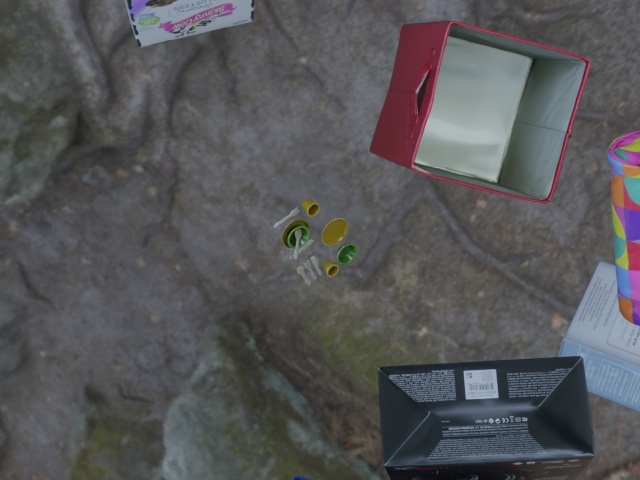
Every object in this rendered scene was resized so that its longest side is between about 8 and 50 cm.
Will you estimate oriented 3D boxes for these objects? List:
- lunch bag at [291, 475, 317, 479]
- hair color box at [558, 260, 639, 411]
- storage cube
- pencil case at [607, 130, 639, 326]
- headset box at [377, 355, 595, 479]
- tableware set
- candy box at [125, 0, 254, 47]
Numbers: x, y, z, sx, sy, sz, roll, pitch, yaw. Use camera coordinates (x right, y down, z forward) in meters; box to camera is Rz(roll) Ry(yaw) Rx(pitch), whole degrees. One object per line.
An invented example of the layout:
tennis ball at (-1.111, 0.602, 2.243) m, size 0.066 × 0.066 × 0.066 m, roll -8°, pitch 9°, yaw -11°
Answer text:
lunch bag at (0.103, 0.557, 1.328) m, size 0.385 × 0.239 × 0.328 m, roll 17°, pitch 105°, yaw -18°
hair color box at (0.575, 0.187, 1.438) m, size 0.374 × 0.185 × 0.114 m, roll 21°, pitch 142°, yaw 21°
storage cube at (0.194, -0.165, 1.187) m, size 0.193 × 0.215 × 0.184 m, roll -138°, pitch 61°, yaw -72°
pencil case at (0.392, -0.013, 1.089) m, size 0.104 × 0.104 × 0.236 m, roll 9°, pitch 125°, yaw 35°
headset box at (0.187, 0.228, 1.086) m, size 0.218 × 0.110 × 0.293 m, roll -4°, pitch 158°, yaw 6°
tableware set at (0.000, 0.000, 1.374) m, size 0.024 × 0.104 × 0.154 m, roll 42°, pitch 165°, yaw 44°
candy box at (-0.167, -0.329, 1.173) m, size 0.196 × 0.164 × 0.070 m, roll 112°, pitch 141°, yaw -77°
